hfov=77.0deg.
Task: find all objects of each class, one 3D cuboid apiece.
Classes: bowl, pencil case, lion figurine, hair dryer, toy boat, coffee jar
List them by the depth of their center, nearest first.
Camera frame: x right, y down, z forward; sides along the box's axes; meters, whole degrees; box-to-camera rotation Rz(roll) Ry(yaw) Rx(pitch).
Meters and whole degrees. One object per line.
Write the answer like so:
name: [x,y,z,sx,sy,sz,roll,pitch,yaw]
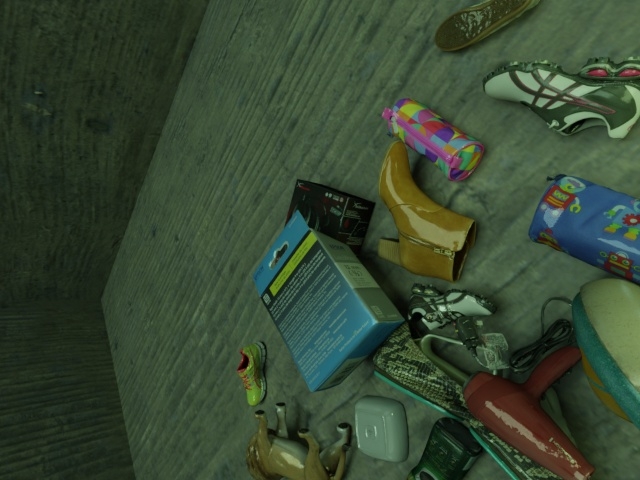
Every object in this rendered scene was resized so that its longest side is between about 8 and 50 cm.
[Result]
toy boat: [0.455,0.211,0.529,0.318,0.267,0.148,46,120,4]
pencil case: [0.475,-0.001,0.592,0.133,0.119,0.306,-43,44,-12]
hair dryer: [0.334,0.216,0.625,0.224,0.080,0.293,-16,45,22]
coffee jar: [0.245,0.463,0.819,0.096,0.079,0.184,34,110,39]
pencil case: [0.242,-0.227,0.886,0.236,0.105,0.104,49,121,38]
bowl: [0.136,0.452,0.961,0.142,0.053,0.141,-12,78,45]
lion figurine: [-0.069,0.600,1.109,0.393,0.142,0.239,2,94,43]

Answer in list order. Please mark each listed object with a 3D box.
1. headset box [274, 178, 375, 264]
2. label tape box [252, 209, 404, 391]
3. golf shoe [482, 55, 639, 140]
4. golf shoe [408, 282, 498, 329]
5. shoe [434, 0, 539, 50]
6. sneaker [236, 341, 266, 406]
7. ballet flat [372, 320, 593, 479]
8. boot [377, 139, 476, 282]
headset box: [0.000,0.000,1.115,0.218,0.110,0.292,28,106,44]
label tape box: [-0.004,0.134,0.958,0.249,0.115,0.347,-53,52,26]
golf shoe: [0.406,-0.250,0.708,0.273,0.105,0.120,24,110,47]
golf shoe: [0.263,0.146,0.824,0.198,0.077,0.093,-2,60,56]
shoe: [0.342,-0.459,0.840,0.219,0.058,0.076,-5,102,51]
sneaker: [-0.239,0.447,1.340,0.082,0.094,0.208,-9,81,45]
ballet flat: [0.301,0.292,0.739,0.483,0.164,0.181,30,88,47]
boot: [0.234,-0.066,0.875,0.212,0.104,0.294,13,107,41]
